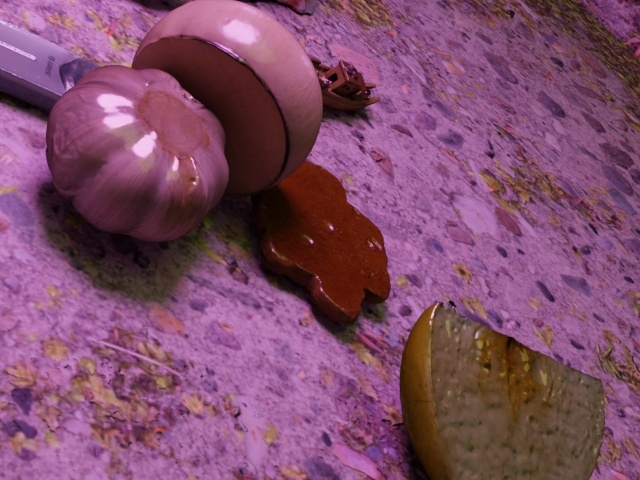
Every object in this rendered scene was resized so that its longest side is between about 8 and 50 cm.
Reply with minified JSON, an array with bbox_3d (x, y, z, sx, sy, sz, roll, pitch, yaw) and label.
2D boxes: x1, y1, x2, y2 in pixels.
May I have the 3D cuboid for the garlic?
[{"bbox_3d":[-0.213,-0.094,1.213,0.227,0.152,0.228,24,39,-21],"label":"garlic"}]

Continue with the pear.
[{"bbox_3d":[0.194,0.236,1.244,0.288,0.139,0.239,26,49,-27],"label":"pear"}]

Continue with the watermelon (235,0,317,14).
[{"bbox_3d":[-0.091,-0.492,1.804,0.320,0.289,0.214,38,60,-27],"label":"watermelon"}]

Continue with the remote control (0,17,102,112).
[{"bbox_3d":[-0.357,-0.212,1.310,0.247,0.052,0.104,24,36,-23],"label":"remote control"}]

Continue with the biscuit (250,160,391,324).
[{"bbox_3d":[0.000,0.000,1.416,0.208,0.041,0.290,18,39,-29],"label":"biscuit"}]

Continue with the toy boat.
[{"bbox_3d":[0.030,-0.253,1.697,0.206,0.072,0.064,7,60,-55],"label":"toy boat"}]

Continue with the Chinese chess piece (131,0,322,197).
[{"bbox_3d":[-0.119,-0.174,1.319,0.249,0.250,0.103,38,47,-2],"label":"Chinese chess piece"}]
